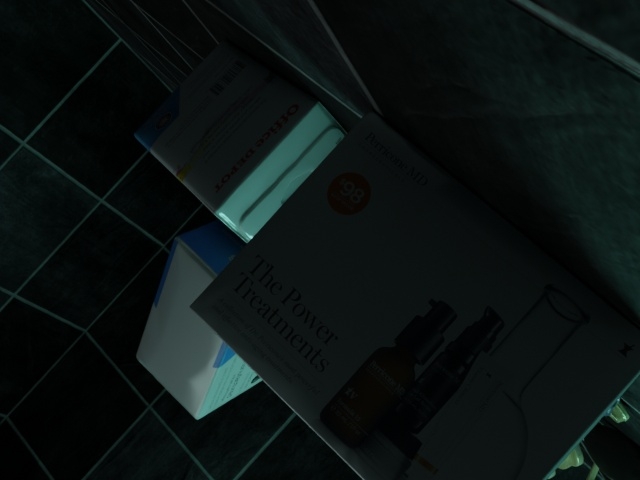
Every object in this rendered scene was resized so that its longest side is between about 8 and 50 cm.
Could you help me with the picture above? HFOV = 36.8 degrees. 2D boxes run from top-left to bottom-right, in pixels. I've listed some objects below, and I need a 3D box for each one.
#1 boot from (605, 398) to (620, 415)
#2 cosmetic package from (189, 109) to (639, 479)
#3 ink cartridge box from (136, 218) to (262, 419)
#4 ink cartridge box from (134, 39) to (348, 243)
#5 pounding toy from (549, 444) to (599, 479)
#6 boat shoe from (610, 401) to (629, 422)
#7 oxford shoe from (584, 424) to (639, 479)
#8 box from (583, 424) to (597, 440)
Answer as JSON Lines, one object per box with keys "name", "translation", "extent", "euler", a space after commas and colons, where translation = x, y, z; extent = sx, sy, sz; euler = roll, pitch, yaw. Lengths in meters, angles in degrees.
{"name": "boot", "translation": [0.348, 0.182, 1.243], "extent": [0.086, 0.069, 0.190], "euler": [34, -177, 22]}
{"name": "cosmetic package", "translation": [0.097, 0.093, 0.977], "extent": [0.377, 0.284, 0.097], "euler": [41, 176, 18]}
{"name": "ink cartridge box", "translation": [-0.084, 0.081, 1.617], "extent": [0.166, 0.286, 0.395], "euler": [41, -139, 21]}
{"name": "ink cartridge box", "translation": [-0.087, -0.114, 1.359], "extent": [0.270, 0.198, 0.197], "euler": [41, 177, 47]}
{"name": "pounding toy", "translation": [0.462, 0.375, 1.875], "extent": [0.154, 0.154, 0.270], "euler": [-173, 65, -75]}
{"name": "boat shoe", "translation": [0.378, 0.214, 1.389], "extent": [0.153, 0.048, 0.056], "euler": [43, 178, -3]}
{"name": "oxford shoe", "translation": [0.557, 0.407, 1.702], "extent": [0.212, 0.076, 0.076], "euler": [41, -174, 37]}
{"name": "box", "translation": [0.581, 0.420, 1.887], "extent": [0.105, 0.043, 0.179], "euler": [44, 180, -33]}
